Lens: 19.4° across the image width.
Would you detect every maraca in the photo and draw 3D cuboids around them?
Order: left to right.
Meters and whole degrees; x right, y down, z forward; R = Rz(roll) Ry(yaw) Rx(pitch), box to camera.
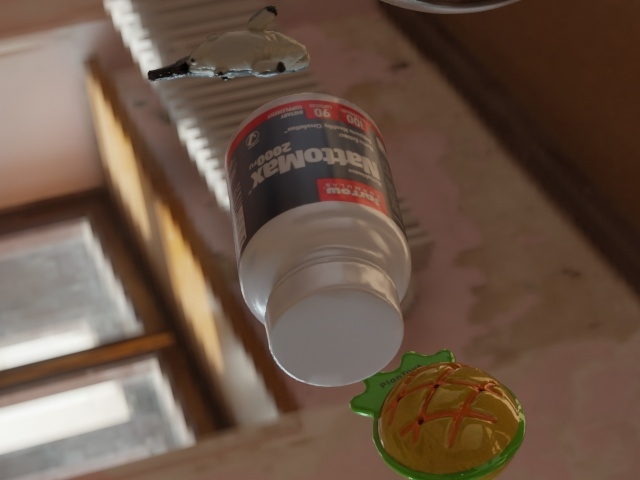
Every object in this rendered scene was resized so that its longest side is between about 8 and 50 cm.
[{"bbox_3d":[0.100,0.151,1.612,0.185,0.127,0.099,43,153,53],"label":"maraca"}]

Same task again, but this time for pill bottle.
[{"bbox_3d":[0.000,0.000,1.167,0.180,0.108,0.108,-101,9,-49],"label":"pill bottle"}]

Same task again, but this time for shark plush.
[{"bbox_3d":[-0.092,-0.172,1.891,0.067,0.161,0.073,64,-175,-72],"label":"shark plush"}]

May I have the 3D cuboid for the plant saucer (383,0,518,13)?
[{"bbox_3d":[0.136,-0.314,1.652,0.050,0.310,0.311,-101,9,-46],"label":"plant saucer"}]
